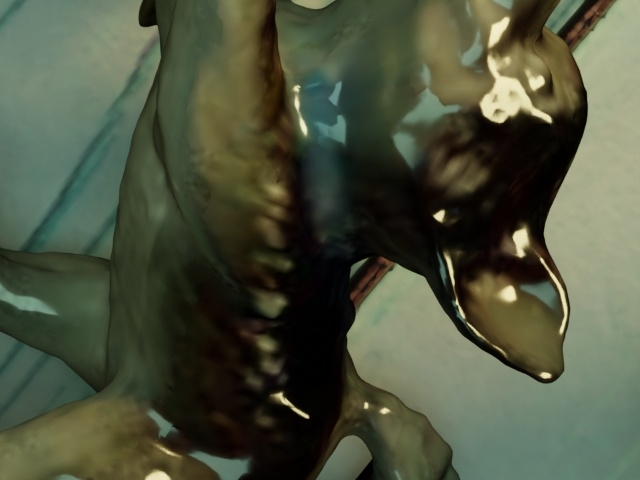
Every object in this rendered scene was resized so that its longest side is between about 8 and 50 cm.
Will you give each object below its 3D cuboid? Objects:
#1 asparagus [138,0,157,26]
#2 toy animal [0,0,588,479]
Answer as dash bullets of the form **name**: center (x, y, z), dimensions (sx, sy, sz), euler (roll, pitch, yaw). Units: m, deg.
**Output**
- **asparagus**: center (0.015, -0.204, 0.826), dimensions (0.080, 0.080, 0.287), euler (40, 89, -7)
- **toy animal**: center (0.000, 0.000, 0.788), dimensions (0.302, 0.194, 0.344), euler (30, 114, -25)
